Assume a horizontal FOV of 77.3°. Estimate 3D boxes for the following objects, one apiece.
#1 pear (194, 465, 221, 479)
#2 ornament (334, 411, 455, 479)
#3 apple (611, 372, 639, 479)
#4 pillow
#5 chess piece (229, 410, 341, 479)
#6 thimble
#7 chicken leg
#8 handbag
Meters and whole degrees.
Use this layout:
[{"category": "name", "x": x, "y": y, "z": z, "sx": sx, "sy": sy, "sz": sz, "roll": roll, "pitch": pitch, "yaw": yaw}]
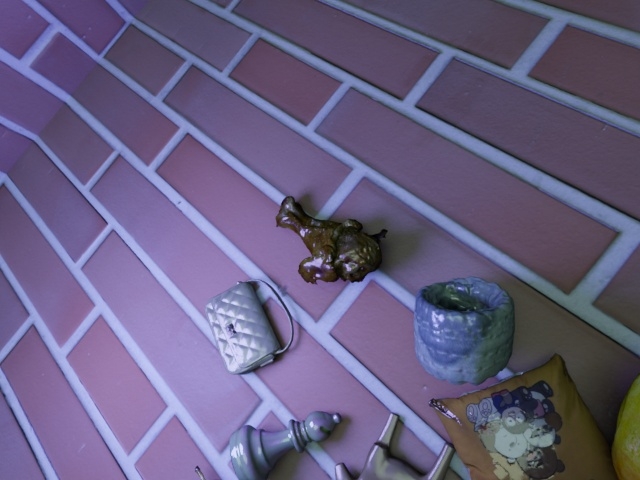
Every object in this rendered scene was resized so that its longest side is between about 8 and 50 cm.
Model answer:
[{"category": "pear", "x": -0.277, "y": 0.665, "z": 0.986, "sx": 0.180, "sy": 0.166, "sz": 0.216, "roll": -37, "pitch": 42, "yaw": 19}, {"category": "ornament", "x": 0.155, "y": 0.529, "z": 0.914, "sx": 0.230, "sy": 0.061, "sz": 0.245, "roll": 23, "pitch": 78, "yaw": 25}, {"category": "apple", "x": 0.654, "y": 0.358, "z": 0.636, "sx": 0.339, "sy": 0.339, "sz": 0.339, "roll": -6, "pitch": 72, "yaw": 18}, {"category": "pillow", "x": 0.427, "y": 0.429, "z": 0.814, "sx": 0.310, "sy": 0.119, "sz": 0.312, "roll": -22, "pitch": 68, "yaw": 6}, {"category": "chess piece", "x": -0.075, "y": 0.489, "z": 0.987, "sx": 0.272, "sy": 0.139, "sz": 0.139, "roll": -23, "pitch": 67, "yaw": 1}, {"category": "thimble", "x": 0.306, "y": 0.187, "z": 0.864, "sx": 0.205, "sy": 0.250, "sz": 0.172, "roll": -1, "pitch": 103, "yaw": 20}, {"category": "chicken leg", "x": 0.001, "y": 0.016, "z": 1.097, "sx": 0.361, "sy": 0.140, "sz": 0.211, "roll": 19, "pitch": 60, "yaw": 34}, {"category": "handbag", "x": -0.195, "y": 0.230, "z": 1.129, "sx": 0.219, "sy": 0.079, "sz": 0.256, "roll": -32, "pitch": 67, "yaw": 4}]
